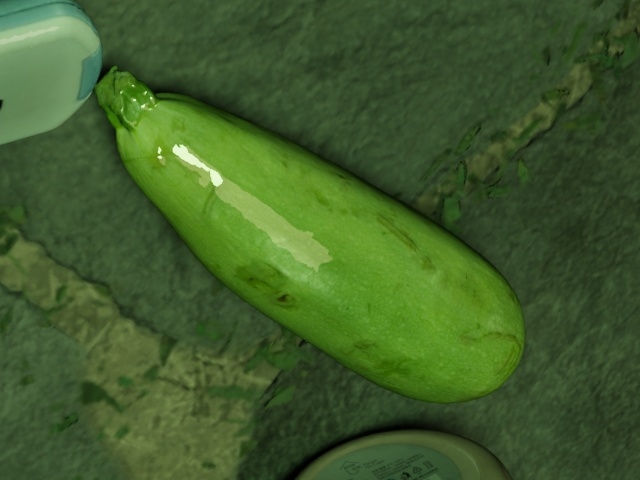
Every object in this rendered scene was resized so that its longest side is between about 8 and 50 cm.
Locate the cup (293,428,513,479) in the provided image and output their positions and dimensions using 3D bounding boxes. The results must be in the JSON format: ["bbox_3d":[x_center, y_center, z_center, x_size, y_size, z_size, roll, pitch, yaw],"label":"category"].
[{"bbox_3d":[0.035,0.261,1.145,0.253,0.191,0.200,-7,116,9],"label":"cup"}]

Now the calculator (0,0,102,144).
[{"bbox_3d":[-0.222,-0.081,0.882,0.210,0.039,0.121,-18,158,-22],"label":"calculator"}]

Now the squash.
[{"bbox_3d":[-0.001,0.007,1.033,0.371,0.118,0.118,32,94,-35],"label":"squash"}]
